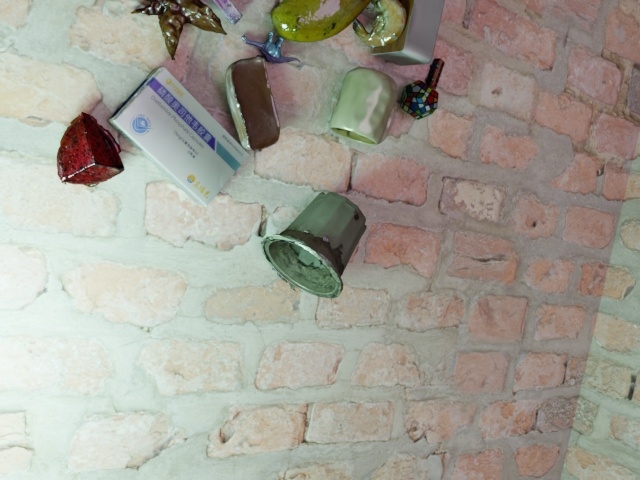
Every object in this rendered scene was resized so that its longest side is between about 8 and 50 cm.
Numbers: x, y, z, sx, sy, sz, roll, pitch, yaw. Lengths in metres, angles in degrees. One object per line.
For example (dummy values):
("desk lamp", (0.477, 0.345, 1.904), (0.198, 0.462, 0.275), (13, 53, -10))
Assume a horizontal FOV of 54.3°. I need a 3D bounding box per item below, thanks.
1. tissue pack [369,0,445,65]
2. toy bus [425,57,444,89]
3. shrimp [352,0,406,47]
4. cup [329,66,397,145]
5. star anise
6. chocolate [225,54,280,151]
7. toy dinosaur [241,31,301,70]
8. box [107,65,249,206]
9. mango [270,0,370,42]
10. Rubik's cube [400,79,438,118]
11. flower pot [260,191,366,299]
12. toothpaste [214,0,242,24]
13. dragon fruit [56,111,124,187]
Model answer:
("tissue pack", (0.278, -0.693, 1.973), (0.136, 0.159, 0.245), (9, 94, -39))
("toy bus", (0.393, -0.572, 2.152), (0.043, 0.031, 0.110), (22, 87, -41))
("shrimp", (0.145, -0.729, 1.920), (0.296, 0.169, 0.058), (59, 27, 8))
("cup", (0.168, -0.404, 1.953), (0.255, 0.173, 0.202), (19, 90, -33))
("star anise", (-0.399, -0.593, 1.565), (0.347, 0.148, 0.237), (12, 98, -43))
("chocolate", (-0.205, -0.382, 1.769), (0.161, 0.083, 0.261), (-28, 113, -49))
("toy dinosaur", (-0.136, -0.553, 1.806), (0.198, 0.045, 0.080), (21, 100, -27))
("box", (-0.375, -0.275, 1.691), (0.343, 0.065, 0.200), (45, 75, -31))
("mango", (0.015, -0.686, 1.807), (0.177, 0.175, 0.329), (39, 70, 13))
("Rubik's cube", (0.329, -0.468, 2.081), (0.112, 0.133, 0.133), (-54, 127, -44))
("flower pot", (0.000, 0.000, 1.884), (0.290, 0.290, 0.259), (52, 60, -29))
("toothpaste", (-0.289, -0.672, 1.683), (0.040, 0.047, 0.196), (-44, 121, 0))
("dragon fruit", (-0.586, -0.224, 1.566), (0.127, 0.120, 0.160), (-17, 82, 12))
